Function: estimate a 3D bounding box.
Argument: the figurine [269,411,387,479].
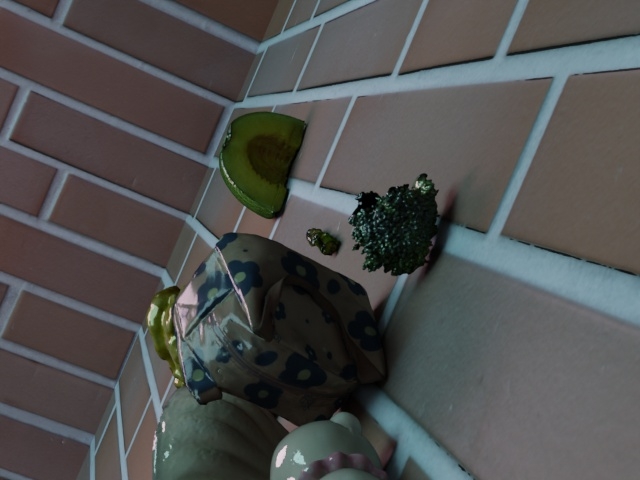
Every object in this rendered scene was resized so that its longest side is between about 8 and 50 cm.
[{"bbox_3d":[0.017,0.287,1.016,0.155,0.127,0.235,-47,19,3],"label":"figurine"}]

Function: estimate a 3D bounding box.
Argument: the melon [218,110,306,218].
[{"bbox_3d":[-0.152,-0.168,2.220,0.129,0.169,0.265,-47,23,56],"label":"melon"}]

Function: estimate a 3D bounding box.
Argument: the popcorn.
[{"bbox_3d":[-0.172,0.170,1.663,0.259,0.259,0.212,151,115,-67],"label":"popcorn"}]

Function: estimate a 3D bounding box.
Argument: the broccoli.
[{"bbox_3d":[0.094,-0.015,1.280,0.204,0.118,0.123,84,178,-88],"label":"broccoli"}]

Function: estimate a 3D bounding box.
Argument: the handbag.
[{"bbox_3d":[-0.047,0.130,1.254,0.190,0.251,0.193,-52,28,23],"label":"handbag"}]

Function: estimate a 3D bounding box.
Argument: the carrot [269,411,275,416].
[{"bbox_3d":[-0.127,0.337,1.595,0.186,0.060,0.060,-59,16,10],"label":"carrot"}]

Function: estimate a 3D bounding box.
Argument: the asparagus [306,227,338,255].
[{"bbox_3d":[-0.001,0.000,1.696,0.165,0.030,0.036,-155,77,-75],"label":"asparagus"}]

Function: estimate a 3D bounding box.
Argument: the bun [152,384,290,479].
[{"bbox_3d":[-0.102,0.317,1.339,0.263,0.175,0.263,-8,-90,-77],"label":"bun"}]
